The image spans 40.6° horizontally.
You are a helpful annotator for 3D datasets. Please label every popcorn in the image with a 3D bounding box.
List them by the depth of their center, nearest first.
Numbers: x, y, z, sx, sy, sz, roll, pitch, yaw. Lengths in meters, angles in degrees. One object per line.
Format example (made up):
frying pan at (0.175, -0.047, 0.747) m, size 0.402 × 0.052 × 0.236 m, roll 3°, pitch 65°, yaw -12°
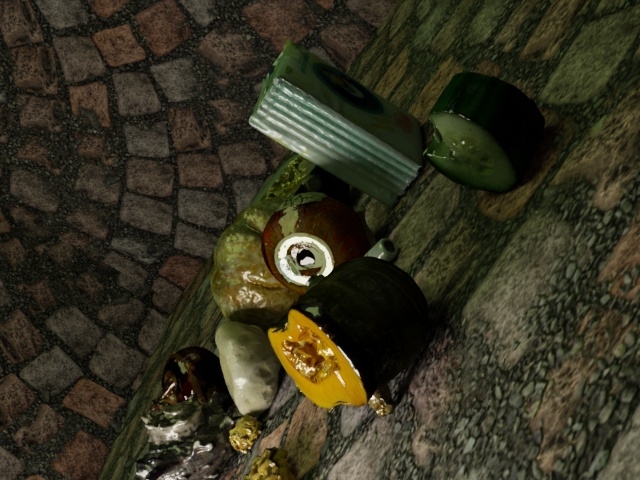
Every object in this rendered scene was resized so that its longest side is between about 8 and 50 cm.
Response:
popcorn at (-0.167, 0.430, 1.926) m, size 0.082 × 0.057 × 0.083 m, roll -51°, pitch 10°, yaw 3°

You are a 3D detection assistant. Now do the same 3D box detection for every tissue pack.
tissue pack at (0.043, -0.275, 2.007) m, size 0.162 × 0.388 × 0.287 m, roll -54°, pitch 14°, yaw 27°

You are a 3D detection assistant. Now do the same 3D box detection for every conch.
conch at (-0.315, 0.464, 2.002) m, size 0.186 × 0.241 × 0.313 m, roll 97°, pitch -168°, yaw -45°

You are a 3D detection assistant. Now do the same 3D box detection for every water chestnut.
water chestnut at (-0.342, 0.399, 2.301) m, size 0.224 × 0.238 × 0.223 m, roll 20°, pitch 115°, yaw 53°

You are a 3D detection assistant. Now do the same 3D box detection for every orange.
orange at (-0.158, 0.075, 2.109) m, size 0.271 × 0.211 × 0.368 m, roll 28°, pitch 114°, yaw 49°

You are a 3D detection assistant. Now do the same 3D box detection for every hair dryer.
hair dryer at (0.113, 0.066, 1.744) m, size 0.082 × 0.047 × 0.137 m, roll -46°, pitch 23°, yaw 42°

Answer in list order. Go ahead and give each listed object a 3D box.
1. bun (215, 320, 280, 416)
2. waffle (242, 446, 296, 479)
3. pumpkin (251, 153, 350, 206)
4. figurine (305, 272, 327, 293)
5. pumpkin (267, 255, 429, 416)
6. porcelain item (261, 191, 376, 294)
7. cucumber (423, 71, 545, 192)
bun at (-0.160, 0.290, 2.003) m, size 0.133 × 0.230 × 0.231 m, roll -15°, pitch 0°, yaw -14°
waffle at (-0.133, 0.523, 1.583) m, size 0.300 × 0.058 × 0.281 m, roll -55°, pitch 12°, yaw 19°
pumpkin at (-0.031, -0.091, 2.324) m, size 0.293 × 0.197 × 0.263 m, roll -55°, pitch 20°, yaw -18°
figurine at (0.010, 0.160, 1.646) m, size 0.250 × 0.141 × 0.166 m, roll -57°, pitch 23°, yaw 19°
pumpkin at (0.076, 0.153, 1.403) m, size 0.232 × 0.242 × 0.325 m, roll -32°, pitch -1°, yaw -21°
porcelain item at (0.000, 0.000, 1.925) m, size 0.253 × 0.253 × 0.253 m, roll -54°, pitch 13°, yaw 19°
cucumber at (0.267, -0.176, 1.418) m, size 0.130 × 0.191 × 0.191 m, roll -65°, pitch 14°, yaw -20°
